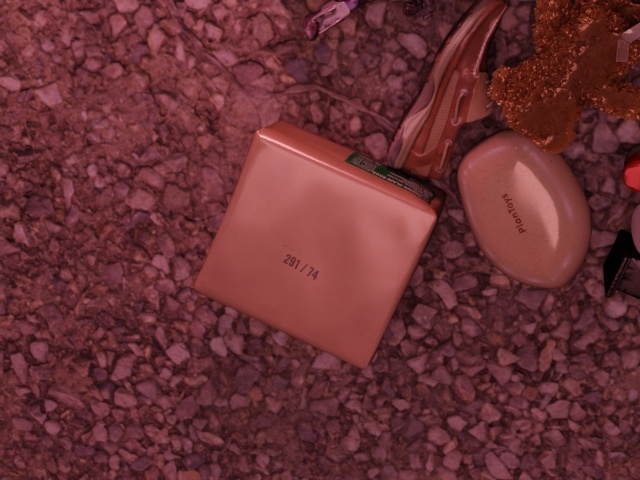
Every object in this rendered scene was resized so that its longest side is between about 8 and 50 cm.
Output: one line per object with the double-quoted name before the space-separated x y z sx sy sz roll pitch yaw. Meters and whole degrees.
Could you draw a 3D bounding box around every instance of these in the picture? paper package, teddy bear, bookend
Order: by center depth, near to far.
"teddy bear" 0.411 -0.290 1.770 0.245 0.113 0.338 23 110 -8
"bookend" 0.530 0.062 1.855 0.157 0.156 0.072 22 109 4
"paper package" 0.000 0.000 1.945 0.325 0.168 0.309 25 110 5

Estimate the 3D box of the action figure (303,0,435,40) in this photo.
"action figure" 0.096 -0.415 1.840 0.285 0.099 0.185 -24 95 14

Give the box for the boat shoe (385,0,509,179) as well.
"boat shoe" 0.219 -0.237 1.861 0.116 0.123 0.324 28 119 -1

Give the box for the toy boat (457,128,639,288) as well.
"toy boat" 0.387 -0.069 1.868 0.318 0.148 0.267 -19 96 24

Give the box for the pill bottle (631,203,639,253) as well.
"pill bottle" 0.579 -0.023 1.809 0.187 0.112 0.112 -6 107 -13
